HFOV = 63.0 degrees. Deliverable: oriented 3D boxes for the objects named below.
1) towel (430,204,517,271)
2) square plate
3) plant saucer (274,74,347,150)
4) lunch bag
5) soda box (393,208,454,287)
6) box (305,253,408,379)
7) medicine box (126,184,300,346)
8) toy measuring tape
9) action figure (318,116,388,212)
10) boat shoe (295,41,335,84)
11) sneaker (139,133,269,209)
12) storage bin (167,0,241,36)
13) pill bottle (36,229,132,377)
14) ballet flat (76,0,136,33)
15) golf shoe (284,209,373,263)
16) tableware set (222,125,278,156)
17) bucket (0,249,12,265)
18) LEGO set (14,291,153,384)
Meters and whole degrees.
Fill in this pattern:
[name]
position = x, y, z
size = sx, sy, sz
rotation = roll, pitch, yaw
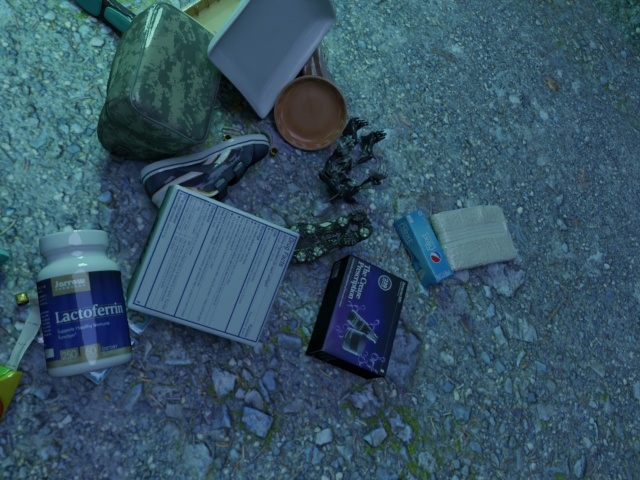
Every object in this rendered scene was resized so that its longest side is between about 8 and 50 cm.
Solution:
[towel]
position = 0.473, -0.009, 1.595
size = 0.282, 0.049, 0.187
rotation = -10, 77, -27
[square plate]
position = -0.111, -0.506, 1.263
size = 0.049, 0.344, 0.347
rotation = 36, 90, 17
[plant saucer]
position = -0.026, -0.347, 1.423
size = 0.200, 0.200, 0.037
rotation = 31, 19, -13
[lunch bag]
position = -0.383, -0.346, 1.194
size = 0.212, 0.256, 0.305
rotation = 26, 63, -45
[soda box]
position = 0.291, 0.023, 1.486
size = 0.067, 0.071, 0.210
rotation = -21, 83, -28
[box]
position = 0.097, 0.194, 1.326
size = 0.184, 0.103, 0.261
rotation = 26, 64, -18
[medicine box]
position = -0.233, 0.052, 1.136
size = 0.289, 0.149, 0.264
rotation = 22, 88, -21
[toy measuring tape]
position = -0.616, 0.240, 0.956
size = 0.121, 0.121, 0.330
rotation = 23, 72, -17
[action figure]
position = 0.093, -0.212, 1.435
size = 0.164, 0.141, 0.276
rotation = 33, 61, -25
[boat shoe]
position = -0.058, -0.508, 1.474
size = 0.116, 0.123, 0.324
rotation = -17, 80, -26
[sneaker]
position = -0.257, -0.153, 1.262
size = 0.321, 0.126, 0.127
rotation = -22, 79, -18
[storage bin]
position = -0.217, -0.587, 1.370
size = 0.260, 0.123, 0.262
rotation = 38, 67, 15
[pill bottle]
position = -0.461, 0.119, 1.014
size = 0.153, 0.153, 0.265
rotation = -8, 83, -27
[ballet flat]
position = -0.534, -0.586, 1.313
size = 0.203, 0.074, 0.074
rotation = 35, 62, -4
[golf shoe]
position = 0.000, 0.000, 1.349
size = 0.272, 0.120, 0.105
rotation = -13, 85, -5
[tableware set]
position = -0.186, -0.253, 1.383
size = 0.154, 0.024, 0.104
rotation = 6, 71, -23
[bucket]
position = -0.716, -0.038, 0.937
size = 0.183, 0.281, 0.281
rotation = -32, 88, -26
[LEGO set]
position = -0.498, 0.153, 1.088
size = 0.244, 0.060, 0.182
rotation = 39, 58, -8
